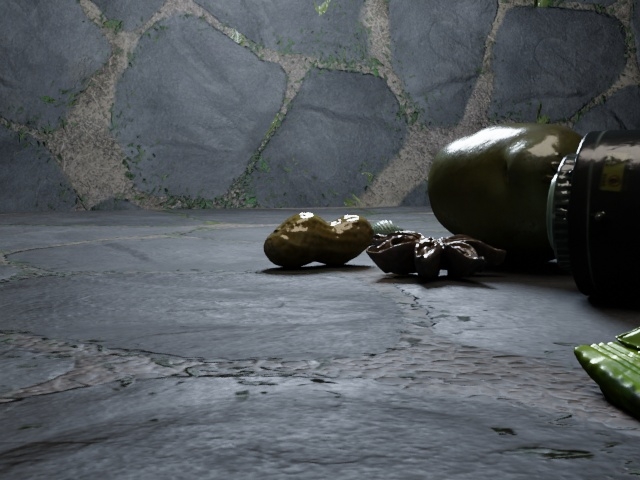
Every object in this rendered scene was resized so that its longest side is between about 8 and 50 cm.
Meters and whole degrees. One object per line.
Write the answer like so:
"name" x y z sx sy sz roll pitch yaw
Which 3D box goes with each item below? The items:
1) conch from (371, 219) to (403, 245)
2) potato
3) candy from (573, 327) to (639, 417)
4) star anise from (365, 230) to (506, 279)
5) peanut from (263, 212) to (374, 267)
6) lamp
"conch" 0.123 -0.012 1.608 0.085 0.057 0.076 1 -8 4
"potato" 0.324 -0.075 1.305 0.243 0.221 0.326 42 -18 -30
"candy" 0.315 0.076 0.544 0.246 0.069 0.149 -2 8 -12
"star anise" 0.167 0.026 1.168 0.208 0.063 0.172 3 9 -4
"peanut" 0.000 -0.002 1.301 0.192 0.089 0.089 -3 6 -27
"lamp" 0.403 -0.031 0.929 0.272 0.205 0.374 6 -10 13
